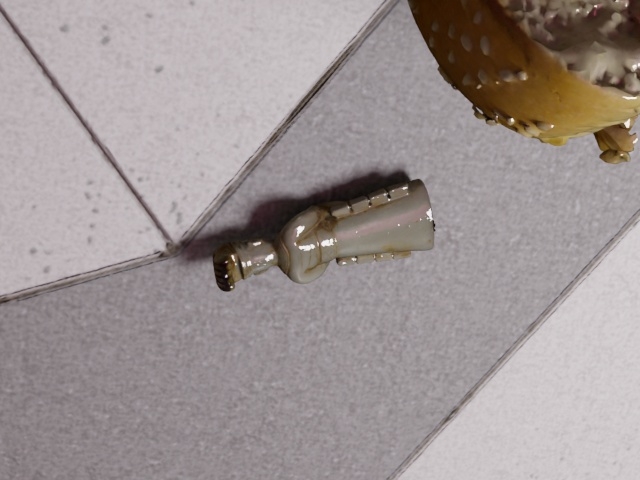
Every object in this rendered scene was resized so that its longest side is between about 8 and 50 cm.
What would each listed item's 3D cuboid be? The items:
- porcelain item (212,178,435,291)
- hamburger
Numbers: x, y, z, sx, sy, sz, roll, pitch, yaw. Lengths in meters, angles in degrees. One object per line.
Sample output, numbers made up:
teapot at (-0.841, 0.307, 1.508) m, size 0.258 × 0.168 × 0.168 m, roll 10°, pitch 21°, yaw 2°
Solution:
porcelain item at (0.000, 0.000, 1.677) m, size 0.213 × 0.054 × 0.084 m, roll -14°, pitch 120°, yaw -10°
hamburger at (0.191, -0.235, 1.434) m, size 0.268 × 0.445 × 0.287 m, roll -10°, pitch 151°, yaw -15°
